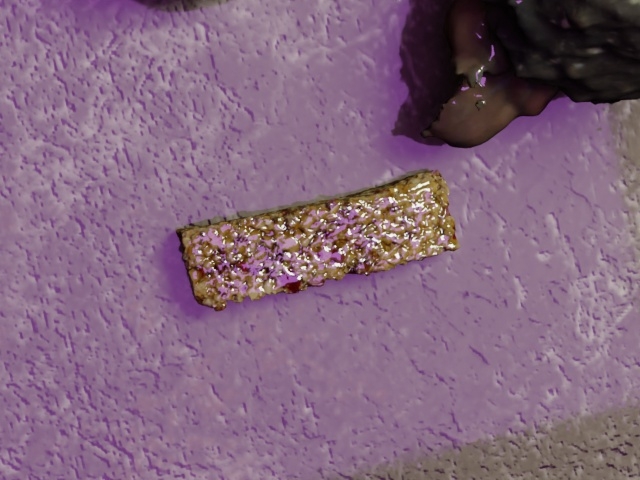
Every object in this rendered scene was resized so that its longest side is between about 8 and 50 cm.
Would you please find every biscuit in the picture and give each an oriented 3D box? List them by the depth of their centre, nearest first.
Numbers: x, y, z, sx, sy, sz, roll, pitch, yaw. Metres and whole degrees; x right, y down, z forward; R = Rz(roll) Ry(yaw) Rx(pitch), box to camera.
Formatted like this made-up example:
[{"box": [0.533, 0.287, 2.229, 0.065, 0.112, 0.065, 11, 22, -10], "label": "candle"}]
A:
[{"box": [0.000, 0.000, 1.032, 0.199, 0.034, 0.064, -13, 97, -6], "label": "biscuit"}]

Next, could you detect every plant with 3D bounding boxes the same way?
[{"box": [0.189, -0.177, 0.965, 0.178, 0.234, 0.204, 16, 70, -29], "label": "plant"}]
